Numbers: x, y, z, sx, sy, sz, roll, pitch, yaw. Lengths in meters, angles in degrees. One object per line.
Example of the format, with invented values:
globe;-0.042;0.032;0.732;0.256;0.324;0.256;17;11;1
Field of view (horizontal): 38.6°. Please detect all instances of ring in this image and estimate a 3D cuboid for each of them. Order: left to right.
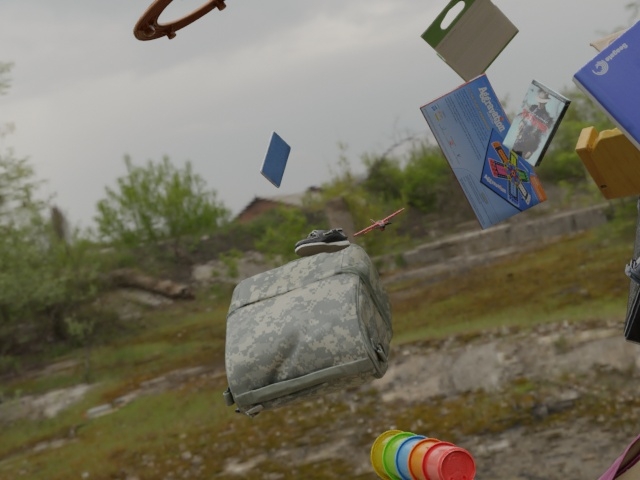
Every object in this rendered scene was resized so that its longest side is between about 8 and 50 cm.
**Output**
ring;-0.255;-0.522;1.969;0.336;0.032;0.336;-33;2;1

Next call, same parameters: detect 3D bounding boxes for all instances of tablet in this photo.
tablet;-0.075;-0.135;1.522;0.006;0.083;0.054;-4;-31;36

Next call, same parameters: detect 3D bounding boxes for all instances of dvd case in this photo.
dvd case;0.349;-0.190;1.481;0.013;0.120;0.087;7;28;-36

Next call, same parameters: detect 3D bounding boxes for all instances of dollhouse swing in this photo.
dollhouse swing;0.864;-0.300;2.299;0.346;0.305;0.315;-12;-39;34

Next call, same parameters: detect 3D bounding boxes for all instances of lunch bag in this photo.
lunch bag;-0.025;0.183;1.683;0.305;0.213;0.256;-18;28;15

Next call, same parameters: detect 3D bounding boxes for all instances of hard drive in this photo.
hard drive;0.591;-0.215;1.457;0.210;0.319;0.040;-39;-15;1

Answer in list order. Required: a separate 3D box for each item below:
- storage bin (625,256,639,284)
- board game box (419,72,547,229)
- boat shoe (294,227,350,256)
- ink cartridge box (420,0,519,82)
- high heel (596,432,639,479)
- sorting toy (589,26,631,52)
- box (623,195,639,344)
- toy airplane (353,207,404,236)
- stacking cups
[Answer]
storage bin;0.605;0.053;1.561;0.091;0.135;0.098;-60;-11;24
board game box;0.325;-0.174;1.813;0.145;0.281;0.027;-26;12;15
boat shoe;0.000;0.000;1.537;0.125;0.038;0.046;-7;-20;-44
ink cartridge box;0.333;-0.481;2.090;0.171;0.056;0.235;-49;-46;11
high heel;0.579;0.374;1.538;0.377;0.127;0.181;-54;-13;14
sorting toy;0.811;-0.475;2.291;0.192;0.038;0.208;-21;42;-9
box;0.911;0.013;1.880;0.479;0.298;0.472;14;40;12
toy airplane;0.146;-0.038;2.326;0.151;0.028;0.151;-27;7;3
stacking cups;0.171;0.364;1.531;0.096;0.096;0.316;-14;-9;-16
